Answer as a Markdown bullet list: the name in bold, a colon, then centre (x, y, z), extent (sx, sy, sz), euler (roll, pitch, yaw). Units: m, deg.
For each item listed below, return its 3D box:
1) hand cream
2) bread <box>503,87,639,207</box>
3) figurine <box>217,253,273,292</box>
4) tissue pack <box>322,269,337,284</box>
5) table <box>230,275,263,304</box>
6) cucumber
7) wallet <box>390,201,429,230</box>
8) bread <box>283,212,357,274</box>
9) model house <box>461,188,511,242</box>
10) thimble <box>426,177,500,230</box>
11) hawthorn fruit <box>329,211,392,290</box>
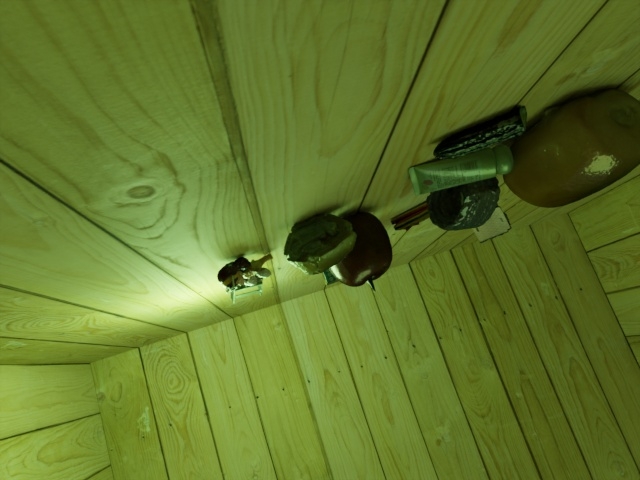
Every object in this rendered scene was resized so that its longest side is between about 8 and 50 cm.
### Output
- **hand cream**: centre (0.437, -0.217, 1.455), extent (0.306, 0.093, 0.147), euler (-14, 146, 13)
- **bread**: centre (0.783, -0.259, 1.431), extent (0.348, 0.252, 0.376), euler (-10, 166, -25)
- **figurine**: centre (-0.292, 0.121, 1.844), extent (0.240, 0.115, 0.175), euler (-16, 171, -36)
- **tissue pack**: centre (0.056, 0.111, 2.171), extent (0.120, 0.169, 0.082), euler (-18, 170, -5)
- **table**: centre (-0.358, 0.217, 2.254), extent (0.146, 0.062, 0.175), euler (-13, 134, -24)
- **cucumber**: centre (0.435, -0.283, 1.266), extent (0.266, 0.077, 0.077), euler (-20, 167, 16)
- **wallet**: centre (0.437, -0.110, 2.000), extent (0.241, 0.067, 0.141), euler (-29, 165, 39)
- **bread**: centre (0.000, 0.000, 1.607), extent (0.257, 0.185, 0.124), euler (-27, 148, 19)
- **model house**: centre (0.640, -0.118, 1.857), extent (0.169, 0.244, 0.326), euler (-26, 167, 20)
- **thimble**: centre (0.494, -0.143, 1.625), extent (0.172, 0.205, 0.236), euler (-10, 165, -30)
- **hawthorn fruit**: centre (0.144, 0.054, 1.748), extent (0.268, 0.300, 0.267), euler (-18, 155, -9)
